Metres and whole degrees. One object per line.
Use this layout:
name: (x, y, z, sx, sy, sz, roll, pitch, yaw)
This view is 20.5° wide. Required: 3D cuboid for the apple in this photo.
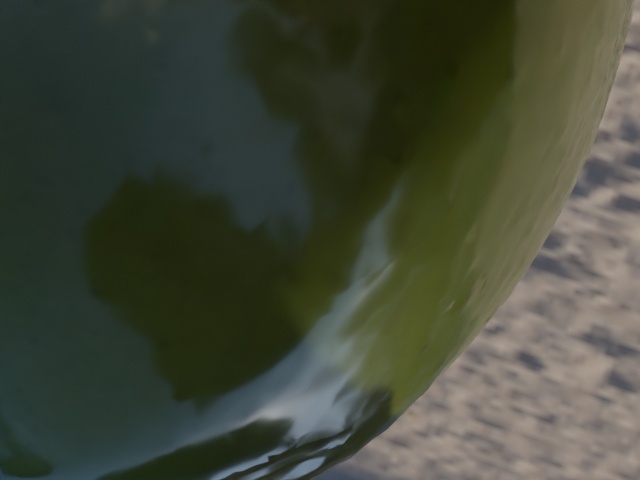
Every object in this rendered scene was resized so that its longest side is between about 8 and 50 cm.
apple: (-0.077, -0.091, 0.513, 0.357, 0.357, 0.357, 19, 165, 5)
